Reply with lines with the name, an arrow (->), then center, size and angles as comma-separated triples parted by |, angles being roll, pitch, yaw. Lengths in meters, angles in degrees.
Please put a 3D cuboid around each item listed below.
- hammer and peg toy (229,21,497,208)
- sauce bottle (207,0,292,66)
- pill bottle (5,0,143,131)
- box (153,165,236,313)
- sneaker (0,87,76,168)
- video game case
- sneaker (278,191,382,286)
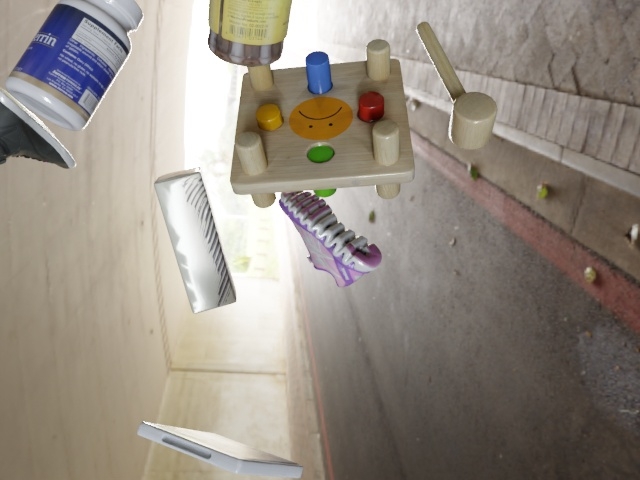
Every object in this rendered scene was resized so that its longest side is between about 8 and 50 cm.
hammer and peg toy -> 0.055, -0.182, 0.861 | 0.127, 0.362, 0.265 | 80, -173, -52
sauce bottle -> -0.072, -0.387, 0.701 | 0.111, 0.112, 0.344 | -94, 15, -48
pill bottle -> -0.453, -0.353, 1.100 | 0.264, 0.153, 0.153 | -64, 2, -12
box -> -0.248, -0.003, 1.176 | 0.113, 0.094, 0.275 | -123, 19, -72
sneaker -> -0.662, -0.205, 1.268 | 0.147, 0.104, 0.295 | -45, -20, -8
video game case -> -0.139, 0.303, 0.843 | 0.190, 0.173, 0.022 | 44, -120, -57
sneaker -> 0.000, 0.000, 1.109 | 0.095, 0.236, 0.104 | -29, -23, -50
